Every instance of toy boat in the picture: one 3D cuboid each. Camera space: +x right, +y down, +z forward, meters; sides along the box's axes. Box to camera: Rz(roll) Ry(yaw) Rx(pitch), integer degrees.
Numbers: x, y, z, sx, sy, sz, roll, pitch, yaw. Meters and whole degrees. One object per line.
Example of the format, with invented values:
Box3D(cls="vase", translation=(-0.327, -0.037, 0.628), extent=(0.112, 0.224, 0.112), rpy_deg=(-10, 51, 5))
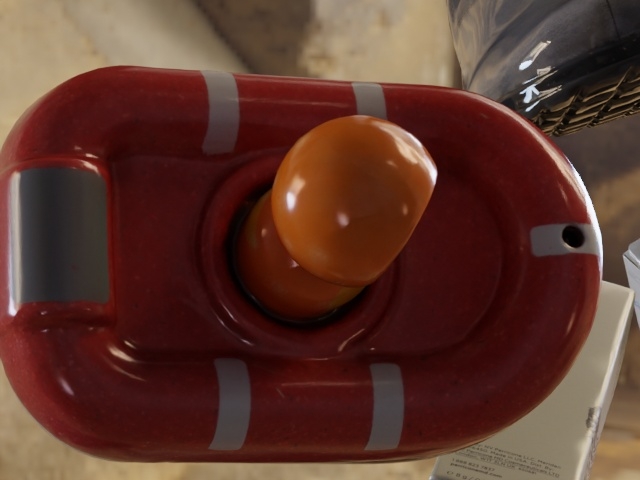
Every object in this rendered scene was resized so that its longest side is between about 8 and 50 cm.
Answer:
Box3D(cls="toy boat", translation=(0.000, 0.000, 0.718), extent=(0.231, 0.151, 0.151), rpy_deg=(2, 164, -20))

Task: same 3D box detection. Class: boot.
Box3D(cls="boot", translation=(0.096, -0.163, 0.987), extent=(0.118, 0.222, 0.338), rpy_deg=(-15, -176, -4))

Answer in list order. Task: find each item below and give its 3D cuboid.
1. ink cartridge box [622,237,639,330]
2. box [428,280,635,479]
Box3D(cls="ink cartridge box", translation=(0.295, 0.036, 1.551), extent=(0.088, 0.122, 0.052), rpy_deg=(-34, -133, -11))
Box3D(cls="box", translation=(0.143, 0.134, 1.348), extent=(0.094, 0.113, 0.275), rpy_deg=(14, -145, 11))
